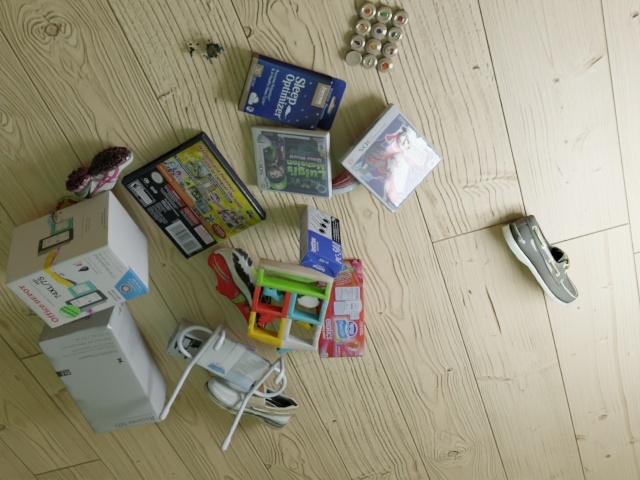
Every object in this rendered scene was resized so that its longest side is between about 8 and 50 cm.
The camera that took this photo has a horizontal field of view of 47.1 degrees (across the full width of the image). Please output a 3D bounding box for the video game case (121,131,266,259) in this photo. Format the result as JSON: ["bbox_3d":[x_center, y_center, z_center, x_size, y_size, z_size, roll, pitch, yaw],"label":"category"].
[{"bbox_3d":[-0.313,-0.105,1.836,0.248,0.035,0.275,-26,120,17],"label":"video game case"}]

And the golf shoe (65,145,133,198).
[{"bbox_3d":[-0.523,-0.165,1.783,0.186,0.067,0.086,-28,149,15],"label":"golf shoe"}]

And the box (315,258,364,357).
[{"bbox_3d":[0.054,0.186,1.987,0.128,0.122,0.256,-2,124,3],"label":"box"}]

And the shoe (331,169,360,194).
[{"bbox_3d":[0.085,-0.181,1.773,0.178,0.063,0.081,-25,120,9],"label":"shoe"}]

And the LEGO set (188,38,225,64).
[{"bbox_3d":[-0.249,-0.423,1.627,0.083,0.023,0.054,21,121,1],"label":"LEGO set"}]

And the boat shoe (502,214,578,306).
[{"bbox_3d":[0.593,0.055,1.911,0.091,0.109,0.305,-33,115,26],"label":"boat shoe"}]

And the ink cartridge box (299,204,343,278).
[{"bbox_3d":[0.000,0.000,1.806,0.097,0.207,0.046,25,120,-16],"label":"ink cartridge box"}]

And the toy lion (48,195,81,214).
[{"bbox_3d":[-0.635,-0.063,1.867,0.096,0.034,0.100,-31,120,11],"label":"toy lion"}]

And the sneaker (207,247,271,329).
[{"bbox_3d":[-0.219,0.131,1.981,0.118,0.107,0.279,-5,124,25],"label":"sneaker"}]

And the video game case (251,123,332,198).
[{"bbox_3d":[-0.068,-0.187,1.754,0.190,0.022,0.173,8,127,16],"label":"video game case"}]

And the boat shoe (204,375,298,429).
[{"bbox_3d":[-0.202,0.465,2.195,0.302,0.113,0.103,29,118,-30],"label":"boat shoe"}]

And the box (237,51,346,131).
[{"bbox_3d":[-0.064,-0.331,1.681,0.225,0.036,0.136,14,124,-11],"label":"box"}]

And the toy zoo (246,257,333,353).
[{"bbox_3d":[-0.084,0.186,1.905,0.192,0.030,0.293,13,124,-1],"label":"toy zoo"}]

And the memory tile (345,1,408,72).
[{"bbox_3d":[0.122,-0.445,1.616,0.113,0.012,0.148,12,124,-8],"label":"memory tile"}]

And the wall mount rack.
[{"bbox_3d":[-0.273,0.403,2.047,0.350,0.130,0.304,33,107,-18],"label":"wall mount rack"}]

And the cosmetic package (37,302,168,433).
[{"bbox_3d":[-0.604,0.354,2.079,0.217,0.156,0.385,-14,123,7],"label":"cosmetic package"}]

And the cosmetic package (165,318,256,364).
[{"bbox_3d":[-0.313,0.319,2.115,0.239,0.060,0.099,24,122,-16],"label":"cosmetic package"}]

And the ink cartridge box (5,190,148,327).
[{"bbox_3d":[-0.590,0.048,1.805,0.270,0.197,0.198,-21,136,6],"label":"ink cartridge box"}]

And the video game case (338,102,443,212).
[{"bbox_3d":[0.169,-0.191,1.737,0.183,0.023,0.201,-48,120,2],"label":"video game case"}]
